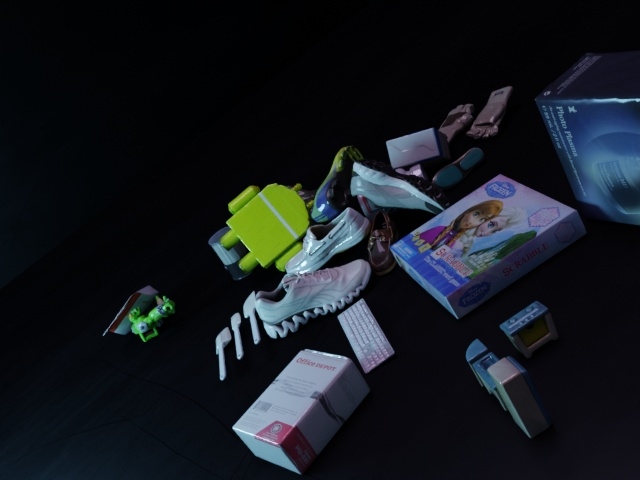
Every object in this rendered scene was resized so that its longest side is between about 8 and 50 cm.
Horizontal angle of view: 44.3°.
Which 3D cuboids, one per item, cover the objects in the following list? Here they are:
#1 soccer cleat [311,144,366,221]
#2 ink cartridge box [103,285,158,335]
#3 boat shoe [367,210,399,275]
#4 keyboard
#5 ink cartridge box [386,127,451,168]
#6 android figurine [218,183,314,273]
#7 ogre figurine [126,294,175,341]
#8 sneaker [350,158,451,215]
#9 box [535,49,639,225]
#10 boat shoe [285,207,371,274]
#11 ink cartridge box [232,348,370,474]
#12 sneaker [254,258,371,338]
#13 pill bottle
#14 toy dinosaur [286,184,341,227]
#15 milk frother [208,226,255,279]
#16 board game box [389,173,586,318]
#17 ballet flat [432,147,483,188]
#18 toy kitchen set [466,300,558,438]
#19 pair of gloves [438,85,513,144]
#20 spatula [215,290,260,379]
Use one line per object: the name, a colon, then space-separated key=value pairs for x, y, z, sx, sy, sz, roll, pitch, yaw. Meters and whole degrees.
soccer cleat: x=0.043 y=-0.157 z=2.112 sx=0.121 sy=0.093 sz=0.289 roll=-36 pitch=20 yaw=38
ink cartridge box: x=-0.536 y=0.206 z=2.236 sx=0.145 sy=0.045 sz=0.179 roll=-54 pitch=3 yaw=7
boat shoe: x=0.147 y=0.004 z=1.916 sx=0.073 sy=0.073 sz=0.207 roll=-22 pitch=27 yaw=18
keyboard: x=0.093 y=0.199 z=1.674 sx=0.072 sy=0.014 sz=0.256 roll=-31 pitch=24 yaw=1
ink cartridge box: x=0.276 y=-0.242 z=2.141 sx=0.134 sy=0.078 sz=0.231 roll=-15 pitch=-4 yaw=19
android figurine: x=-0.138 y=-0.042 z=2.140 sx=0.273 sy=0.248 sz=0.056 roll=-42 pitch=-11 yaw=1
ogre figurine: x=-0.472 y=0.216 z=2.205 sx=0.118 sy=0.096 sz=0.197 roll=-40 pitch=25 yaw=-23
sneaker: x=0.199 y=-0.114 z=1.966 sx=0.272 sy=0.108 sz=0.100 roll=23 pitch=23 yaw=18
box: x=0.606 y=-0.188 z=1.465 sx=0.183 sy=0.296 sz=0.294 roll=-40 pitch=25 yaw=-20
boat shoe: x=0.000 y=0.000 z=2.025 sx=0.277 sy=0.096 sz=0.098 roll=-35 pitch=23 yaw=26
ink cartridge box: x=-0.035 y=0.319 z=1.499 sx=0.159 sy=0.092 sz=0.218 roll=2 pitch=42 yaw=51
sneaker: x=-0.018 y=0.116 z=1.841 sx=0.292 sy=0.118 sz=0.110 roll=-29 pitch=22 yaw=3
pill bottle: x=0.196 y=-0.128 z=2.064 sx=0.180 sy=0.108 sz=0.108 roll=-23 pitch=25 yaw=16
toy dinosaur: x=-0.027 y=-0.092 z=2.291 sx=0.160 sy=0.121 sz=0.313 roll=-21 pitch=19 yaw=-6
milk frother: x=-0.264 y=0.030 z=2.271 sx=0.143 sy=0.134 sz=0.129 roll=-14 pitch=29 yaw=35
board game box: x=0.346 y=0.000 z=1.693 sx=0.318 sy=0.066 sz=0.318 roll=-33 pitch=24 yaw=-4
ballet flat: x=0.360 y=-0.182 z=2.062 sx=0.168 sy=0.057 sz=0.052 roll=-34 pitch=-4 yaw=-14
toy kitchen set: x=0.338 y=0.183 z=1.282 sx=0.166 sy=0.122 sz=0.207 roll=-33 pitch=24 yaw=-3
pair of gloves: x=0.435 y=-0.340 z=2.266 sx=0.240 sy=0.042 sz=0.204 roll=-17 pitch=33 yaw=44
spatula: x=-0.199 y=0.233 z=1.883 sx=0.168 sy=0.019 sz=0.242 roll=-47 pitch=22 yaw=9
